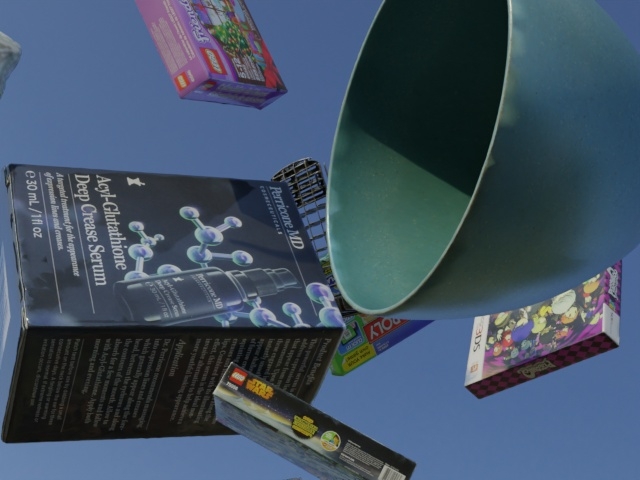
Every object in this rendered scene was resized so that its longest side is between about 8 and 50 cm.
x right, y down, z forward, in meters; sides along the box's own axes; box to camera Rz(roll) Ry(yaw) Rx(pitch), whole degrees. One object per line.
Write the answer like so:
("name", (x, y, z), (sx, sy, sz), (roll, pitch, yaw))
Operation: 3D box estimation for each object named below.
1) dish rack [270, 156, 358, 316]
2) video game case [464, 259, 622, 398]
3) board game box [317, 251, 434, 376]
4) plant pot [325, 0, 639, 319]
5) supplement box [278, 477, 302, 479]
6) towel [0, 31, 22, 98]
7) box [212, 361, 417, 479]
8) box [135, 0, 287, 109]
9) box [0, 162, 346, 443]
("dish rack", (0.000, 0.000, 1.723), (0.208, 0.074, 0.272), (-21, -96, 55))
("video game case", (0.311, 0.097, 1.438), (0.042, 0.210, 0.232), (41, -47, -23))
("board game box", (0.115, 0.089, 1.952), (0.046, 0.317, 0.214), (-6, -70, 60))
("plant pot", (0.150, -0.069, 0.791), (0.195, 0.290, 0.290), (12, -38, -19))
("supplement box", (-0.027, 0.353, 1.290), (0.036, 0.098, 0.062), (-2, -57, -26))
("towel", (-0.559, -0.169, 1.212), (0.320, 0.375, 0.090), (32, -35, -29))
("box", (-0.007, 0.135, 0.696), (0.137, 0.027, 0.094), (28, -21, 5))
("box", (-0.173, -0.324, 1.424), (0.057, 0.201, 0.293), (-31, -102, 27))
("box", (-0.212, 0.080, 1.341), (0.395, 0.293, 0.212), (2, -49, -25))
